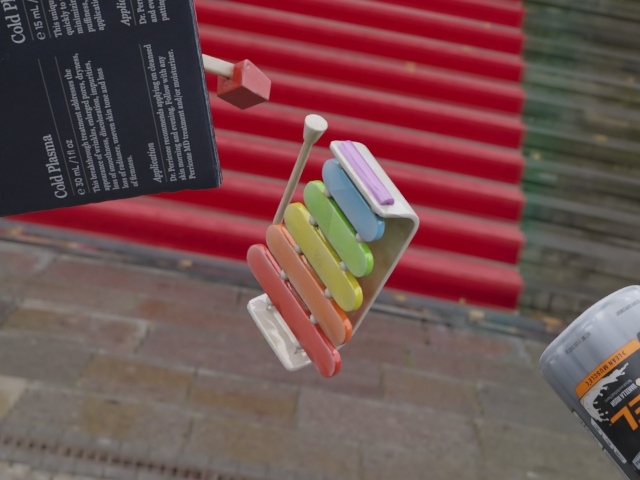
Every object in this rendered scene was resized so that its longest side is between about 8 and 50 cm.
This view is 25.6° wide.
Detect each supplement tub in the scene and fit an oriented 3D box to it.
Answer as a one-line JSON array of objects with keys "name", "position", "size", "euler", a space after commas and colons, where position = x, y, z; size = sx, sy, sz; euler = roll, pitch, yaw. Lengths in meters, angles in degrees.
[{"name": "supplement tub", "position": [0.280, 0.141, 1.162], "size": [0.190, 0.117, 0.117], "euler": [52, 28, 20]}]

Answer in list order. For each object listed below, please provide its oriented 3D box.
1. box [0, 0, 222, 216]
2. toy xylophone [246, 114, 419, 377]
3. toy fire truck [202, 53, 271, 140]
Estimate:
[{"name": "box", "position": [-0.258, -0.198, 1.108], "size": [0.313, 0.343, 0.179], "euler": [-9, 44, -4]}, {"name": "toy xylophone", "position": [0.000, 0.000, 1.698], "size": [0.081, 0.322, 0.236], "euler": [-13, 48, -36]}, {"name": "toy fire truck", "position": [-0.146, -0.154, 1.479], "size": [0.192, 0.135, 0.047], "euler": [29, -29, -36]}]
